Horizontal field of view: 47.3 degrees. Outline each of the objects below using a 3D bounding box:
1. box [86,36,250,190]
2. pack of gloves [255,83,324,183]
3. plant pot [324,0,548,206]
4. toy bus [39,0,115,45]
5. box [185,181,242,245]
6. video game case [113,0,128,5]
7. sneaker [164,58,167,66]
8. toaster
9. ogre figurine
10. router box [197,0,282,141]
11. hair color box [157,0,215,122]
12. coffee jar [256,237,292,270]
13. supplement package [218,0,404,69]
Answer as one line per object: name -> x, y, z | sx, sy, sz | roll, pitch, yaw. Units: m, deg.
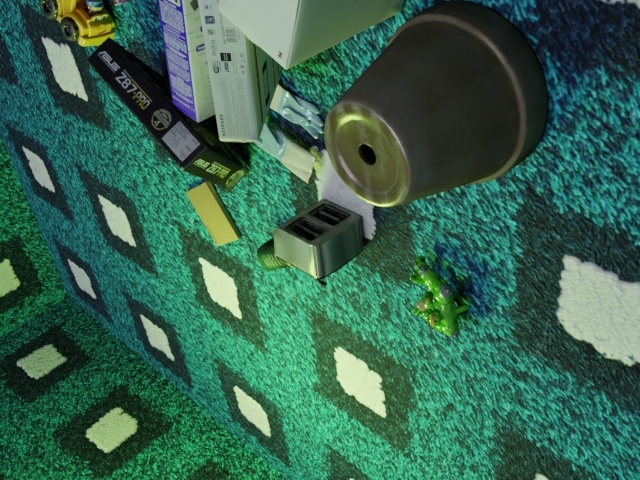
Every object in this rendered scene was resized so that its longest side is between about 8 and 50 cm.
box -> -0.384, -0.314, 1.887 | 0.395, 0.097, 0.318 | 47, -176, 14
pack of gloves -> -0.078, -0.278, 1.738 | 0.232, 0.046, 0.195 | 38, 133, 21
plant pot -> 0.167, -0.201, 1.235 | 0.323, 0.280, 0.323 | 35, 145, 30
toy bus -> -0.665, -0.690, 2.049 | 0.220, 0.149, 0.211 | 48, 132, 8
box -> -0.332, -0.081, 2.267 | 0.164, 0.021, 0.201 | -14, 107, 57
video game case -> -0.517, -0.736, 1.878 | 0.210, 0.042, 0.232 | 11, 128, 49
sneaker -> -0.337, -0.484, 1.785 | 0.086, 0.132, 0.228 | -13, 109, 57
toaster -> 0.000, 0.000, 1.753 | 0.186, 0.168, 0.110 | 27, 139, 38
ogre figurine -> 0.258, 0.134, 1.612 | 0.118, 0.097, 0.197 | 43, 136, 53
router box -> -0.151, -0.415, 1.454 | 0.082, 0.301, 0.335 | 2, 130, 7
hair color box -> -0.251, -0.458, 1.643 | 0.110, 0.185, 0.338 | 37, 144, 30
coffee jar -> -0.090, 0.030, 1.973 | 0.184, 0.096, 0.079 | -10, 114, 57
supplement package -> 0.002, -0.447, 1.208 | 0.177, 0.293, 0.175 | 43, 147, 17
